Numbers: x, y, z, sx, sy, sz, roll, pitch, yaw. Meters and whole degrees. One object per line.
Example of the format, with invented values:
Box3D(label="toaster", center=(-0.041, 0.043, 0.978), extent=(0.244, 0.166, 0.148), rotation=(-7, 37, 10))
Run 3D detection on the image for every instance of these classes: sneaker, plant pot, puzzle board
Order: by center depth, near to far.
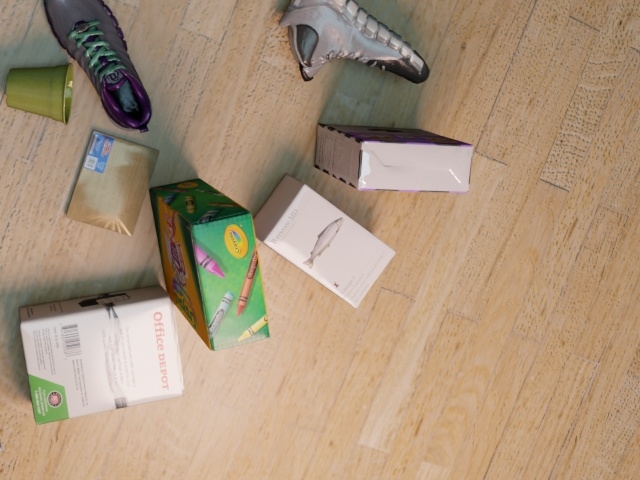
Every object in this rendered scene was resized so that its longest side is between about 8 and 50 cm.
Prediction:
Box3D(label="plant pot", center=(-0.371, -0.197, 1.387), extent=(0.079, 0.083, 0.083), rotation=(6, 100, -8))
Box3D(label="sneaker", center=(-0.283, -0.245, 1.389), extent=(0.083, 0.098, 0.224), rotation=(-34, 111, -9))
Box3D(label="puzzle board", center=(-0.290, -0.079, 1.471), extent=(0.096, 0.011, 0.128), rotation=(17, 96, -20))
Box3D(label="sneaker", center=(0.036, -0.266, 1.509), extent=(0.228, 0.086, 0.132), rotation=(36, 94, -12))

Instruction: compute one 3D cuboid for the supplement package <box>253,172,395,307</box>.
Box3D(label="supplement package", center=(0.000, 0.000, 1.535), extent=(0.179, 0.105, 0.105), rotation=(35, 90, -22))

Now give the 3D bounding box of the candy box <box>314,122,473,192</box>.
Box3D(label="candy box", center=(0.099, -0.118, 1.493), extent=(0.164, 0.196, 0.070), rotation=(1, 102, -18))

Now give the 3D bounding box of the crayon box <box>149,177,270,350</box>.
Box3D(label="crayon box", center=(-0.152, 0.023, 1.396), extent=(0.081, 0.278, 0.166), rotation=(-13, 105, -17))

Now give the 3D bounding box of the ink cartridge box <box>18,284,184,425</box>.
Box3D(label="ink cartridge box", center=(-0.306, 0.157, 1.476), extent=(0.208, 0.087, 0.153), rotation=(-8, 104, -16))
